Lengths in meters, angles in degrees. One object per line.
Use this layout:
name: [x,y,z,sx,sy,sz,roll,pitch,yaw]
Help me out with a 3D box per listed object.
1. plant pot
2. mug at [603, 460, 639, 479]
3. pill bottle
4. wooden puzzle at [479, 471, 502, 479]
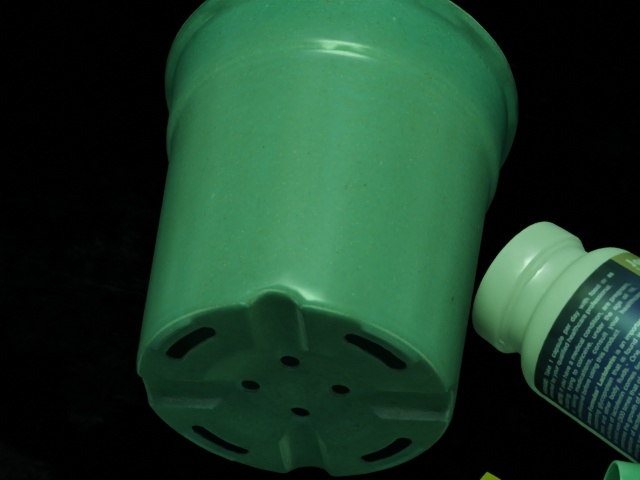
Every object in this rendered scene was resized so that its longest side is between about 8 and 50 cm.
plant pot: [0.000,0.000,0.992,0.341,0.341,0.334,4,50,5]
mug: [0.260,0.229,0.859,0.097,0.130,0.158,11,43,8]
pill bottle: [0.270,0.100,0.986,0.153,0.153,0.264,-32,51,-31]
wooden puzzle: [0.142,0.245,0.929,0.078,0.014,0.116,17,44,24]
